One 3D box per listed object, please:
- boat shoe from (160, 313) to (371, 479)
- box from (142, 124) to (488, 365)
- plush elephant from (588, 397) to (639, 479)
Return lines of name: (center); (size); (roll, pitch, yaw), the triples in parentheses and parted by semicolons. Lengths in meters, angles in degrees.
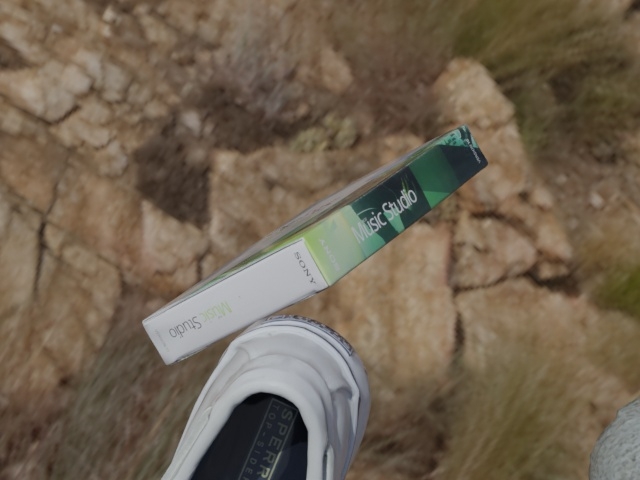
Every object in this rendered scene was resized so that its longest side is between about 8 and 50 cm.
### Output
boat shoe: (-0.051, 0.156, 0.604); (0.095, 0.258, 0.084); (15, 15, 7)
box: (0.000, 0.000, 1.461); (0.058, 0.232, 0.322); (58, 39, -5)
plush elephant: (0.154, 0.229, 0.637); (0.330, 0.255, 0.272); (29, 86, -10)
